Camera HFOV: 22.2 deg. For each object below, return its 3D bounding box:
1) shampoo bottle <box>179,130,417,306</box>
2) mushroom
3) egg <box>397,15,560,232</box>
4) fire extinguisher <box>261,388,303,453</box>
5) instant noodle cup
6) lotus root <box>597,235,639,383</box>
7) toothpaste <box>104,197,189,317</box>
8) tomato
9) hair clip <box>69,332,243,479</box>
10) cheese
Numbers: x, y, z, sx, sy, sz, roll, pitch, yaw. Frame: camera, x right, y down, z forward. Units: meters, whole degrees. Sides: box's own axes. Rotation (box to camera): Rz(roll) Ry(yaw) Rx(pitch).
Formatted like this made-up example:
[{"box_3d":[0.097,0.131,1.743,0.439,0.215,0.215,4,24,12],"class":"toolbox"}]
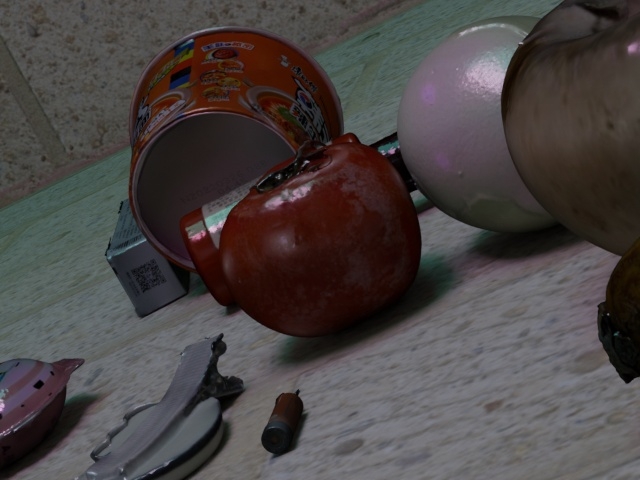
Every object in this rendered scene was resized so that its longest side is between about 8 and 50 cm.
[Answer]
[{"box_3d":[0.003,-0.038,1.634,0.278,0.104,0.104,-26,13,5],"class":"shampoo bottle"},{"box_3d":[0.278,-0.151,1.068,0.362,0.294,0.362,-27,11,6],"class":"mushroom"},{"box_3d":[0.165,-0.098,1.345,0.183,0.183,0.217,-33,4,-23],"class":"egg"},{"box_3d":[-0.028,0.133,1.210,0.028,0.022,0.083,-56,4,19],"class":"fire extinguisher"},{"box_3d":[-0.100,-0.086,1.782,0.250,0.250,0.192,-25,23,14],"class":"instant noodle cup"},{"box_3d":[0.239,0.023,0.864,0.209,0.120,0.120,-21,14,36],"class":"lotus root"},{"box_3d":[-0.201,0.002,1.949,0.067,0.081,0.336,-27,13,3],"class":"toothpaste"},{"box_3d":[0.000,0.000,1.382,0.187,0.151,0.187,-27,20,10],"class":"tomato"},{"box_3d":[-0.135,0.154,1.290,0.140,0.054,0.220,-14,21,34],"class":"hair clip"},{"box_3d":[-0.341,0.190,1.517,0.286,0.074,0.189,-35,13,-25],"class":"cheese"}]
